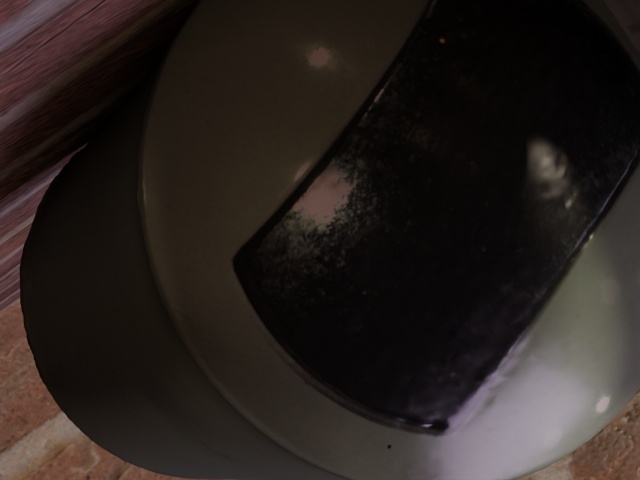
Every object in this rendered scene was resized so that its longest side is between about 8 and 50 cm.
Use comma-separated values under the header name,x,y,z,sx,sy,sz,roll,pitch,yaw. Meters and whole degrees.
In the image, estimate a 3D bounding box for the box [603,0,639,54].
name,x,y,z,sx,sy,sz,roll,pitch,yaw
box,0.237,-0.143,0.884,0.200,0.299,0.106,-36,-178,-7

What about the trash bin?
name,x,y,z,sx,sy,sz,roll,pitch,yaw
trash bin,0.000,0.000,1.046,0.280,0.280,0.432,-36,-175,-22
